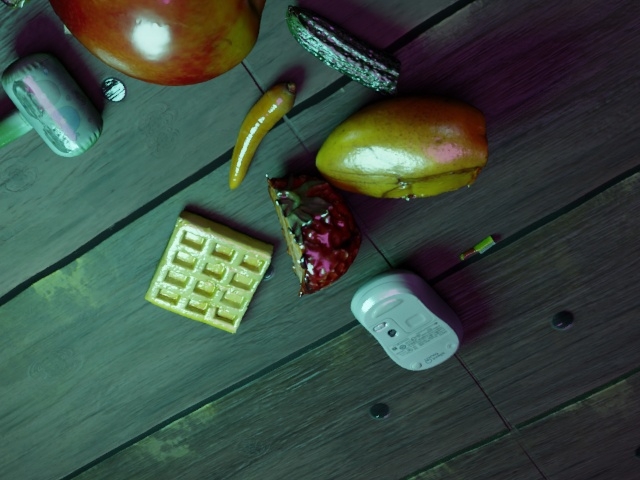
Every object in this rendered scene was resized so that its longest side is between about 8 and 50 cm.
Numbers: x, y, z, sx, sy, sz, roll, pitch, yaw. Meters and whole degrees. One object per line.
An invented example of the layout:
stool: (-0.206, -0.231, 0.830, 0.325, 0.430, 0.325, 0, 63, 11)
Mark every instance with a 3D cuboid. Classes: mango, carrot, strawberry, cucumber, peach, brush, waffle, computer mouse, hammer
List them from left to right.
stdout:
hammer: (-0.604, -0.221, 1.499, 0.335, 0.119, 0.206, -22, 117, 20)
peach: (-0.265, -0.438, 1.231, 0.388, 0.388, 0.388, 0, 120, 0)
waffle: (-0.247, 0.075, 1.686, 0.221, 0.055, 0.248, 22, 118, -12)
carrot: (-0.133, -0.212, 1.527, 0.271, 0.066, 0.062, -50, 65, 26)
strawberry: (0.003, 0.003, 1.547, 0.150, 0.253, 0.280, -20, 121, -7)
cucumber: (0.046, -0.352, 1.435, 0.265, 0.077, 0.077, 25, 117, -12)
mango: (0.155, -0.177, 1.475, 0.350, 0.201, 0.199, -2, 102, 21)
computer mouse: (0.187, 0.167, 1.703, 0.184, 0.121, 0.297, -38, 126, 17)
brush: (0.344, 0.021, 1.674, 0.083, 0.019, 0.021, -34, 124, 16)

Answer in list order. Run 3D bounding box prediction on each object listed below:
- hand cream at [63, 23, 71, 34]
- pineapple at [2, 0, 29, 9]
hand cream: (-0.460, -0.447, 1.406, 0.061, 0.039, 0.143, -4, 124, 0)
pineapple: (-0.554, -0.506, 1.343, 0.236, 0.114, 0.186, -6, 120, 15)
